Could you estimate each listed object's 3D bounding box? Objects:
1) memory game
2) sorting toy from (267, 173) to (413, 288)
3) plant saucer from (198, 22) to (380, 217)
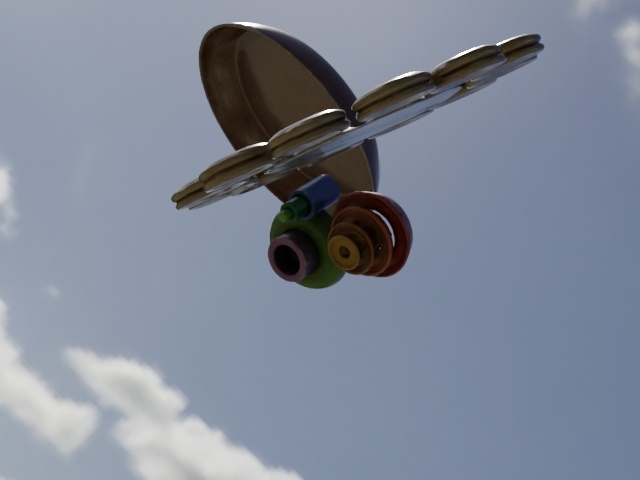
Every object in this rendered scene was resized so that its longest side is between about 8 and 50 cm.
[{"bbox_3d":[0.017,-0.054,0.875,0.012,0.186,0.186,67,-18,2],"label":"memory game"},{"bbox_3d":[0.000,0.000,1.023,0.102,0.042,0.061,-15,-78,43],"label":"sorting toy"},{"bbox_3d":[-0.016,-0.082,1.303,0.168,0.029,0.168,39,-26,24],"label":"plant saucer"}]
